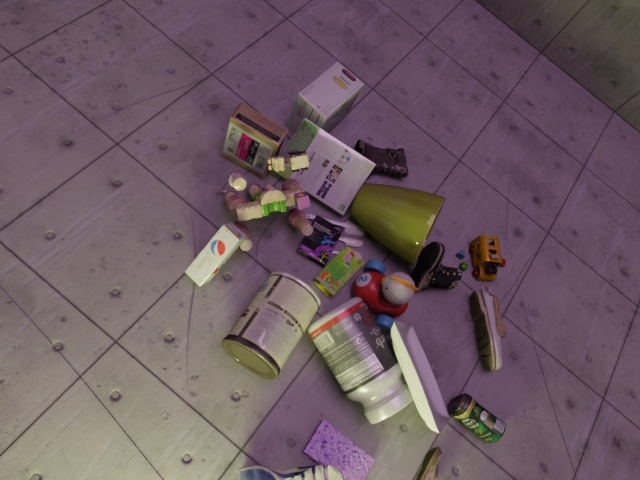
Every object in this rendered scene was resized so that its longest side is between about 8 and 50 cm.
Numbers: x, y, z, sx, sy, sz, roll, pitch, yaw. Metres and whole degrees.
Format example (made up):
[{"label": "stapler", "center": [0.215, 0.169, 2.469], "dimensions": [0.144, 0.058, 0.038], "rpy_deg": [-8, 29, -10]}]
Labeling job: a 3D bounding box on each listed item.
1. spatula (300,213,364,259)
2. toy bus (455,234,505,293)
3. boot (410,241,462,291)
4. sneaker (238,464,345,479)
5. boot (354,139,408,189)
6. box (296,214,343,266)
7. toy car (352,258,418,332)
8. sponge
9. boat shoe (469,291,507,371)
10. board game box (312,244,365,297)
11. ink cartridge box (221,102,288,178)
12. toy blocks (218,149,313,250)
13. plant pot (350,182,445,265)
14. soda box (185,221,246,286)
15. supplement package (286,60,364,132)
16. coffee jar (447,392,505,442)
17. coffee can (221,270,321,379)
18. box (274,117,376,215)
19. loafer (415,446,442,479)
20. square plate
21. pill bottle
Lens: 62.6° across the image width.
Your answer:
[{"label": "spatula", "center": [0.049, -0.013, 1.966], "dimensions": [0.241, 0.019, 0.168], "rpy_deg": [13, 68, -12]}, {"label": "toy bus", "center": [0.662, 0.077, 2.082], "dimensions": [0.202, 0.104, 0.191], "rpy_deg": [46, 61, 6]}, {"label": "boot", "center": [0.444, 0.098, 1.935], "dimensions": [0.178, 0.236, 0.085], "rpy_deg": [2, 42, -23]}, {"label": "sneaker", "center": [-0.070, 0.718, 1.523], "dimensions": [0.315, 0.182, 0.128], "rpy_deg": [-7, 63, 10]}, {"label": "boot", "center": [0.248, -0.293, 2.120], "dimensions": [0.228, 0.091, 0.263], "rpy_deg": [13, 60, -12]}, {"label": "box", "center": [0.000, 0.000, 1.919], "dimensions": [0.116, 0.029, 0.162], "rpy_deg": [29, 64, -5]}, {"label": "toy car", "center": [0.237, 0.164, 1.818], "dimensions": [0.210, 0.238, 0.219], "rpy_deg": [29, 60, -4]}, {"label": "sponge", "center": [0.058, 0.671, 1.639], "dimensions": [0.210, 0.031, 0.117], "rpy_deg": [38, 60, 1]}, {"label": "boat shoe", "center": [0.637, 0.332, 1.950], "dimensions": [0.103, 0.113, 0.302], "rpy_deg": [3, 64, -11]}, {"label": "board game box", "center": [0.066, 0.111, 1.889], "dimensions": [0.092, 0.043, 0.181], "rpy_deg": [44, 64, 4]}, {"label": "ink cartridge box", "center": [-0.241, -0.351, 1.895], "dimensions": [0.193, 0.235, 0.088], "rpy_deg": [29, 59, -4]}, {"label": "toy blocks", "center": [-0.195, -0.169, 1.824], "dimensions": [0.288, 0.309, 0.260], "rpy_deg": [-13, 29, -16]}, {"label": "plant pot", "center": [0.272, -0.094, 1.958], "dimensions": [0.293, 0.275, 0.275], "rpy_deg": [26, 59, 12]}, {"label": "soda box", "center": [-0.337, 0.044, 1.699], "dimensions": [0.074, 0.216, 0.069], "rpy_deg": [43, 15, 5]}, {"label": "supplement package", "center": [0.016, -0.539, 2.090], "dimensions": [0.145, 0.204, 0.262], "rpy_deg": [40, 60, 3]}, {"label": "coffee jar", "center": [0.530, 0.603, 1.796], "dimensions": [0.184, 0.096, 0.079], "rpy_deg": [39, 57, 2]}, {"label": "coffee can", "center": [-0.150, 0.264, 1.659], "dimensions": [0.201, 0.201, 0.275], "rpy_deg": [35, 60, -1]}, {"label": "box", "center": [0.014, -0.277, 1.984], "dimensions": [0.322, 0.058, 0.232], "rpy_deg": [33, 96, -3]}, {"label": "loafer", "center": [0.355, 0.739, 1.699], "dimensions": [0.050, 0.056, 0.148], "rpy_deg": [36, 70, -1]}, {"label": "square plate", "center": [0.319, 0.436, 1.710], "dimensions": [0.049, 0.344, 0.347], "rpy_deg": [-25, 72, 13]}, {"label": "pill bottle", "center": [0.135, 0.383, 1.696], "dimensions": [0.210, 0.210, 0.363], "rpy_deg": [-27, 79, -27]}]
